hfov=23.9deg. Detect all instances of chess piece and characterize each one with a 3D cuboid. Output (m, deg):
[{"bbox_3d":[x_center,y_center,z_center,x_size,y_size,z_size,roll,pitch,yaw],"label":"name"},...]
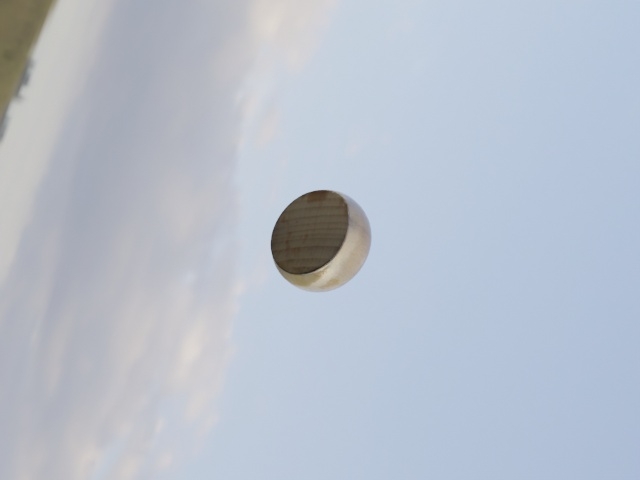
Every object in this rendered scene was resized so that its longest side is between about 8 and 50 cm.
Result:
[{"bbox_3d":[0.000,0.000,1.195,0.083,0.038,0.084,-19,-125,29],"label":"chess piece"}]
